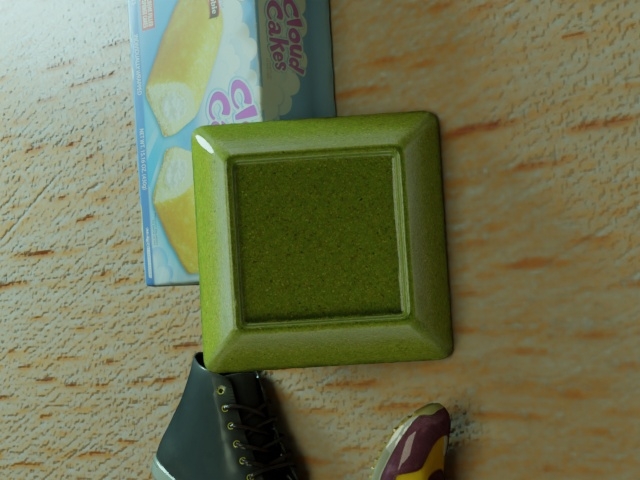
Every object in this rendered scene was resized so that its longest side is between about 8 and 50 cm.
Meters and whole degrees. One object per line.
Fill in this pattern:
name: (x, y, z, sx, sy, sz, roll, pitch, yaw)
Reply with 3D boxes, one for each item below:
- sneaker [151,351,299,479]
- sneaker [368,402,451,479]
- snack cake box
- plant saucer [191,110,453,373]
sneaker: (-0.053, 0.177, 1.137, 0.222, 0.083, 0.118, 26, 107, 41)
sneaker: (0.076, 0.210, 1.037, 0.084, 0.069, 0.186, 29, 116, 29)
snack cake box: (-0.070, -0.098, 1.147, 0.152, 0.089, 0.264, -7, 86, 43)
plant saucer: (0.000, 0.000, 1.038, 0.188, 0.045, 0.188, -4, 87, 1)
